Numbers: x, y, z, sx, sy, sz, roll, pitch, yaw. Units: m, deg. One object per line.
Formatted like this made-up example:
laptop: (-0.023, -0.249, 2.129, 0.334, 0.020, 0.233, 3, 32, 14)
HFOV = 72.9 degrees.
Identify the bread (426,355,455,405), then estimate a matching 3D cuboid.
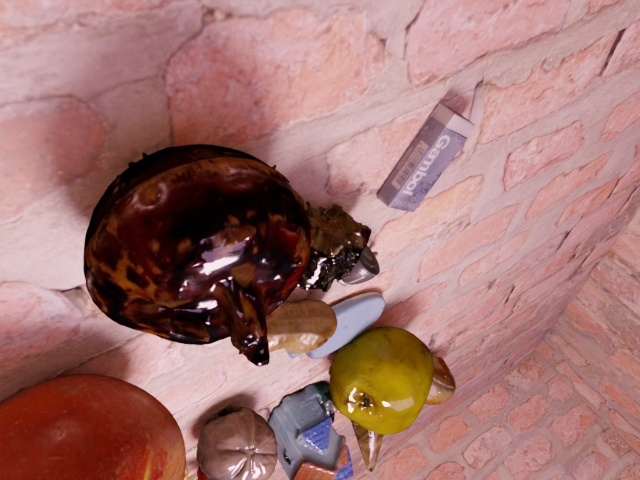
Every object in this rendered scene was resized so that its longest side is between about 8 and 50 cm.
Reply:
bread: (0.438, 0.572, 1.746, 0.314, 0.192, 0.171, 18, 116, -50)

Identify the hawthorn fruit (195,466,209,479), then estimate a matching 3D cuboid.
hawthorn fruit: (-0.307, 0.700, 1.284, 0.203, 0.163, 0.163, -2, 133, -21)

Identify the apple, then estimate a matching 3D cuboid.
apple: (-0.395, 0.384, 0.673, 0.348, 0.276, 0.349, -49, 150, -42)

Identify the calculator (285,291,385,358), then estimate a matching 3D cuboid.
calculator: (0.044, 0.228, 1.136, 0.302, 0.042, 0.189, -25, 144, -23)

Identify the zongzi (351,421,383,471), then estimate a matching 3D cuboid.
zongzi: (0.202, 0.584, 1.470, 0.134, 0.289, 0.285, -18, 175, 42)

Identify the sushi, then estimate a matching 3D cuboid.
sushi: (0.000, 0.000, 0.771, 0.212, 0.147, 0.115, -11, 134, -59)

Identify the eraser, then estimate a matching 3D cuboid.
eraser: (0.203, -0.152, 0.843, 0.091, 0.046, 0.213, 5, 127, -44)

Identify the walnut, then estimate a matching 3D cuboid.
walnut: (-0.215, 0.543, 1.126, 0.224, 0.224, 0.224, -24, 143, -20)

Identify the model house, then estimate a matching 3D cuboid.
model house: (0.004, 0.666, 1.351, 0.251, 0.329, 0.295, -10, 139, -29)

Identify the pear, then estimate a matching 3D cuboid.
pear: (0.194, 0.383, 1.260, 0.375, 0.287, 0.288, -15, 142, -53)

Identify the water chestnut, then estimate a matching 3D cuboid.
water chestnut: (-0.131, 0.026, 0.551, 0.299, 0.300, 0.300, -24, 143, -20)

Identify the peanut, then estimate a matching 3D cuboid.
peanut: (-0.067, 0.193, 0.938, 0.236, 0.110, 0.120, -7, 143, -35)

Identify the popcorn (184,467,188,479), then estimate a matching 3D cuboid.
popcorn: (-0.406, 0.552, 0.956, 0.225, 0.201, 0.203, 32, 133, -15)

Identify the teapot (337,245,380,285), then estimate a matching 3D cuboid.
teapot: (0.077, 0.059, 0.938, 0.090, 0.092, 0.124, -35, 142, 26)
